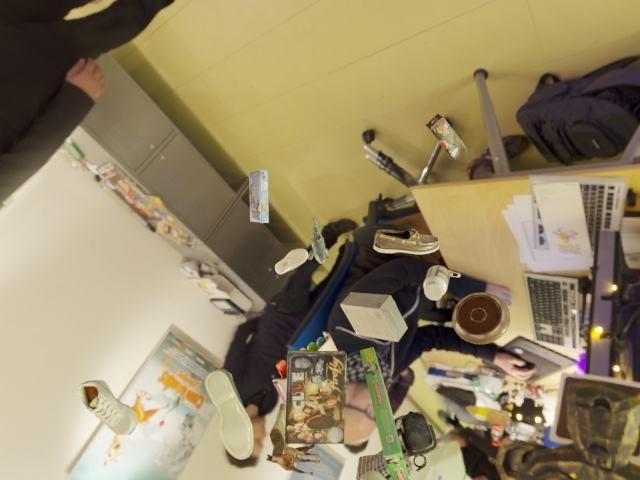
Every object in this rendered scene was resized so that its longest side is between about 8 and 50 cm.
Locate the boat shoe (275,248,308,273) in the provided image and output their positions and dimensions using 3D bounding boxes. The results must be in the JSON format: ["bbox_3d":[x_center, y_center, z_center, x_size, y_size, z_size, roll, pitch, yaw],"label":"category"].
[{"bbox_3d":[-0.107,0.084,1.666,0.184,0.063,0.066,-40,77,35],"label":"boat shoe"}]

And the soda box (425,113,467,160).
[{"bbox_3d":[0.446,-0.363,1.450,0.060,0.053,0.169,-43,121,15],"label":"soda box"}]

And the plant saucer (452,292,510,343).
[{"bbox_3d":[0.879,0.418,2.275,0.310,0.311,0.050,2,149,37],"label":"plant saucer"}]

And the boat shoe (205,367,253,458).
[{"bbox_3d":[-0.312,0.605,1.461,0.099,0.116,0.320,81,167,-87],"label":"boat shoe"}]

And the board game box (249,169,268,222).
[{"bbox_3d":[-0.260,-0.183,1.727,0.039,0.212,0.160,-4,-174,-25],"label":"board game box"}]

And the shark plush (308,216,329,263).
[{"bbox_3d":[0.000,0.000,1.412,0.073,0.161,0.067,5,169,-5],"label":"shark plush"}]

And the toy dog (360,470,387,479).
[{"bbox_3d":[0.203,0.975,1.276,0.395,0.284,0.408,40,168,17],"label":"toy dog"}]

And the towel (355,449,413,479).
[{"bbox_3d":[0.275,0.980,1.781,0.121,0.235,0.284,58,180,14],"label":"towel"}]

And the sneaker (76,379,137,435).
[{"bbox_3d":[-0.678,0.533,1.300,0.228,0.087,0.092,34,168,16],"label":"sneaker"}]

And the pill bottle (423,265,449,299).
[{"bbox_3d":[0.536,0.199,1.908,0.107,0.180,0.108,9,115,21],"label":"pill bottle"}]

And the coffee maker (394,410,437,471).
[{"bbox_3d":[0.312,0.646,1.330,0.171,0.120,0.178,49,165,20],"label":"coffee maker"}]

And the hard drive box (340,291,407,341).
[{"bbox_3d":[0.222,0.319,1.736,0.232,0.089,0.181,-3,122,49],"label":"hard drive box"}]

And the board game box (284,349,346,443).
[{"bbox_3d":[-0.014,0.431,1.137,0.164,0.244,0.042,2,177,-4],"label":"board game box"}]

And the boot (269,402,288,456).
[{"bbox_3d":[-0.164,0.841,1.791,0.077,0.165,0.213,-3,114,9],"label":"boot"}]

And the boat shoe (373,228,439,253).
[{"bbox_3d":[0.422,-0.003,1.993,0.324,0.117,0.097,1,120,-2],"label":"boat shoe"}]

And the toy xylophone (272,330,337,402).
[{"bbox_3d":[-0.028,0.525,1.622,0.081,0.322,0.236,-5,107,51],"label":"toy xylophone"}]

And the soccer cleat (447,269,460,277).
[{"bbox_3d":[0.636,0.161,1.993,0.083,0.029,0.035,15,-178,34],"label":"soccer cleat"}]

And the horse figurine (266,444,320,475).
[{"bbox_3d":[-0.093,0.827,1.561,0.174,0.066,0.263,5,168,10],"label":"horse figurine"}]

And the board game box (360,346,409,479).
[{"bbox_3d":[0.179,0.492,1.148,0.046,0.317,0.214,-15,126,4],"label":"board game box"}]
